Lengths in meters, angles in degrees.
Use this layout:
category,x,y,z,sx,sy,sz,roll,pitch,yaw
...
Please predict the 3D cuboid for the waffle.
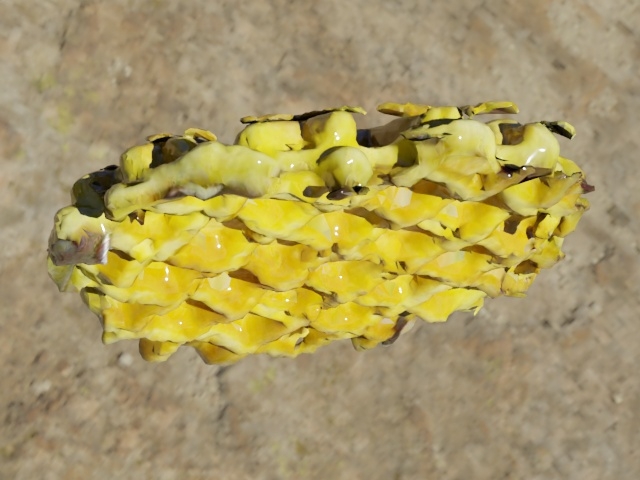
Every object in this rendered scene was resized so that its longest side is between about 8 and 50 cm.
category,x,y,z,sx,sy,sz,roll,pitch,yaw
waffle,0.000,0.000,0.990,0.380,0.382,0.095,-5,71,-4
